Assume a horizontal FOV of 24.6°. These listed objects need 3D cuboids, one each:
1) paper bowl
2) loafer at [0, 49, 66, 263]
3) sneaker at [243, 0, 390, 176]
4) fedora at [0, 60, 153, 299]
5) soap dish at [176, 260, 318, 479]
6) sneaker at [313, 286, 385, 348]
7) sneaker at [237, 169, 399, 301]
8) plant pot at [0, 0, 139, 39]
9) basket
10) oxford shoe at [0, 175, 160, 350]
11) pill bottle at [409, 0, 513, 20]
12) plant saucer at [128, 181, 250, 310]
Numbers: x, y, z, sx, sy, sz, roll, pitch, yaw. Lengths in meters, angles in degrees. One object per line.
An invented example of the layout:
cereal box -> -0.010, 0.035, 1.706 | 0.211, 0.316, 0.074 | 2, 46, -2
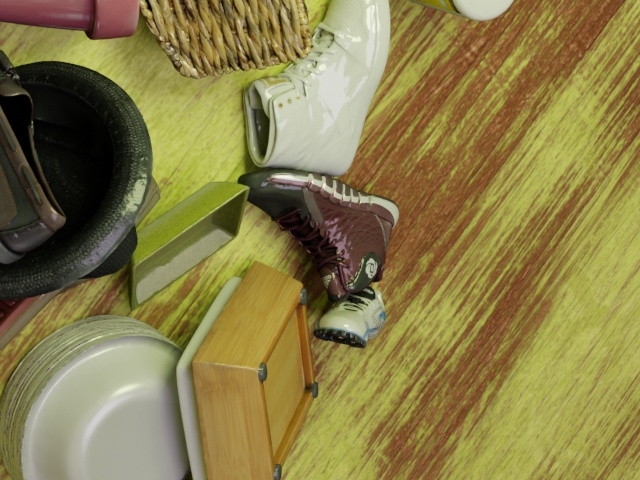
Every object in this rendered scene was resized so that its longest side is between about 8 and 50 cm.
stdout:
paper bowl -> -0.278, 0.254, 1.975 | 0.284, 0.148, 0.284 | -13, 114, -32
loafer -> -0.344, -0.123, 1.627 | 0.095, 0.303, 0.109 | -23, 156, 16
sneaker -> -0.011, -0.229, 2.001 | 0.169, 0.108, 0.293 | 1, 108, -39
fedora -> -0.323, -0.050, 1.737 | 0.334, 0.334, 0.152 | -50, 148, -9
soap dish -> -0.093, 0.192, 2.008 | 0.291, 0.118, 0.229 | -61, 148, -60
sneaker -> 0.045, 0.107, 2.128 | 0.237, 0.085, 0.086 | -11, 113, -80
sneaker -> 0.000, 0.000, 2.067 | 0.281, 0.106, 0.163 | 14, 75, -38
plant pot -> -0.316, -0.329, 1.704 | 0.180, 0.201, 0.201 | -8, 113, -16
basket -> -0.140, -0.378, 1.852 | 0.213, 0.223, 0.299 | -11, 119, 0
oxford shoe -> -0.330, 0.035, 1.872 | 0.348, 0.123, 0.130 | -48, 138, -6
pill bottle -> 0.167, -0.375, 2.000 | 0.117, 0.215, 0.117 | -14, 115, -31
plant saucer -> -0.188, -0.002, 1.952 | 0.188, 0.045, 0.188 | -36, 169, -19
